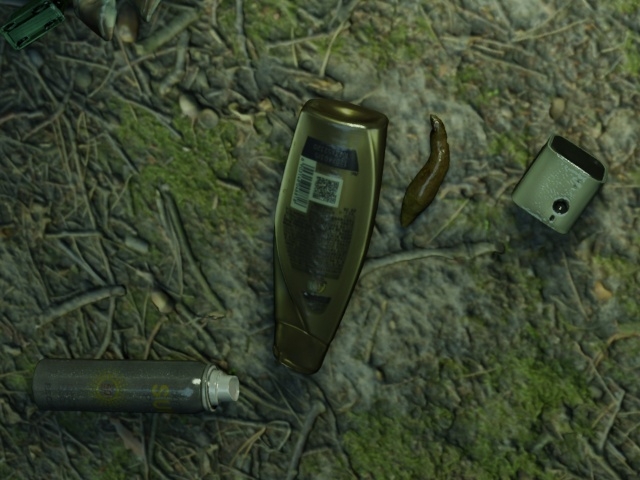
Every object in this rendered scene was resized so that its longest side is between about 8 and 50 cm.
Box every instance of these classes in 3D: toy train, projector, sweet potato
[{"bbox_3d":[-0.362,-0.284,1.996,0.093,0.056,0.038,-29,117,22],"label":"toy train"},{"bbox_3d":[0.288,-0.069,1.886,0.083,0.083,0.082,34,114,2],"label":"projector"},{"bbox_3d":[0.133,-0.081,1.949,0.041,0.038,0.153,12,111,-14],"label":"sweet potato"}]

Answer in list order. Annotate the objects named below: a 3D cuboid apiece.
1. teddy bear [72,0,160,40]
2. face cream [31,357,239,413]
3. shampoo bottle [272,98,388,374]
[{"bbox_3d":[-0.272,-0.463,1.703,0.327,0.362,0.375,-23,121,30],"label":"teddy bear"},{"bbox_3d":[-0.250,0.197,2.126,0.283,0.073,0.073,0,109,15],"label":"face cream"},{"bbox_3d":[0.000,0.000,1.986,0.125,0.084,0.350,15,112,12],"label":"shampoo bottle"}]
